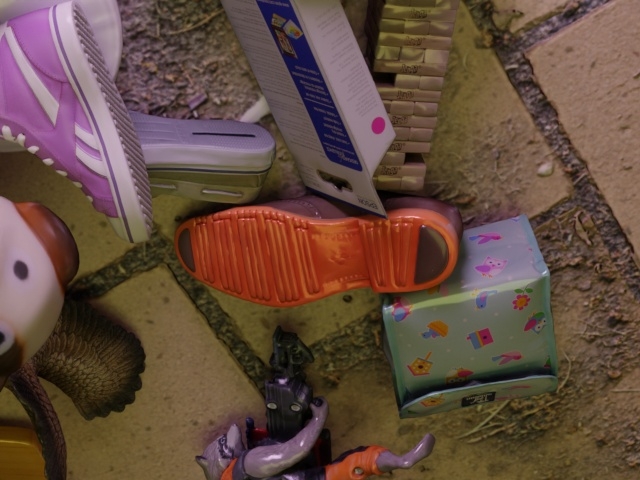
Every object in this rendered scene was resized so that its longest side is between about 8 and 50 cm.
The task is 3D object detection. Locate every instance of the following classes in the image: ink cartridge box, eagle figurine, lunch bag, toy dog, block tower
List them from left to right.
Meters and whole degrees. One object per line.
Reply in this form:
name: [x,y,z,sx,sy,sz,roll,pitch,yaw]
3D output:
toy dog: [-0.471,0.010,1.678,0.285,0.408,0.395,-55,159,-19]
eagle figurine: [-0.357,0.173,1.948,0.298,0.225,0.226,40,93,-14]
ink cartridge box: [-0.018,-0.203,1.783,0.069,0.175,0.371,-35,121,-22]
block tower: [0.098,-0.214,1.846,0.097,0.091,0.336,2,119,-10]
lunch bag: [0.190,0.124,2.011,0.223,0.160,0.262,-11,127,-1]

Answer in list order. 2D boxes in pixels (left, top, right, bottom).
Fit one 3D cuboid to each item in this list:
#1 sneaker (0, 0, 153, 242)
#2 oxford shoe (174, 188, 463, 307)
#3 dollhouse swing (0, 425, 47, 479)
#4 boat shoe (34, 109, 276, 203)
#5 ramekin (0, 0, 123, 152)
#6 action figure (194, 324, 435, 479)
sneaker: [-0.290,-0.111,1.703,0.161,0.102,0.282,-18,110,6]
oxford shoe: [0.000,0.000,1.938,0.363,0.133,0.130,2,114,14]
dollhouse swing: [-0.443,0.326,1.893,0.315,0.347,0.305,5,129,-10]
boat shoe: [-0.203,-0.093,1.863,0.302,0.109,0.094,5,120,-14]
ramekin: [-0.356,-0.247,1.741,0.272,0.127,0.273,-3,120,-6]
action figure: [-0.016,0.295,2.034,0.330,0.178,0.341,6,126,26]
